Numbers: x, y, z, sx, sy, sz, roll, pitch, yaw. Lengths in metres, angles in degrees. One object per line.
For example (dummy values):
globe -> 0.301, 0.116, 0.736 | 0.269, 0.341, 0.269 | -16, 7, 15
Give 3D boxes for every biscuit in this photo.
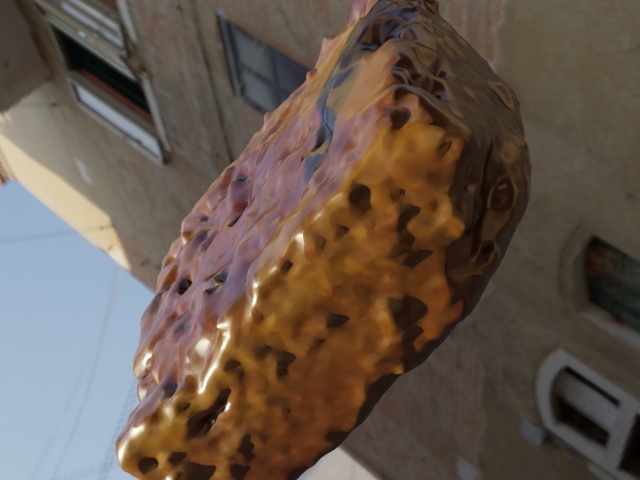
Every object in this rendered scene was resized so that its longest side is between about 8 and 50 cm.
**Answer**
biscuit -> 0.000, 0.000, 0.859 | 0.395, 0.166, 0.343 | -49, 17, 24
